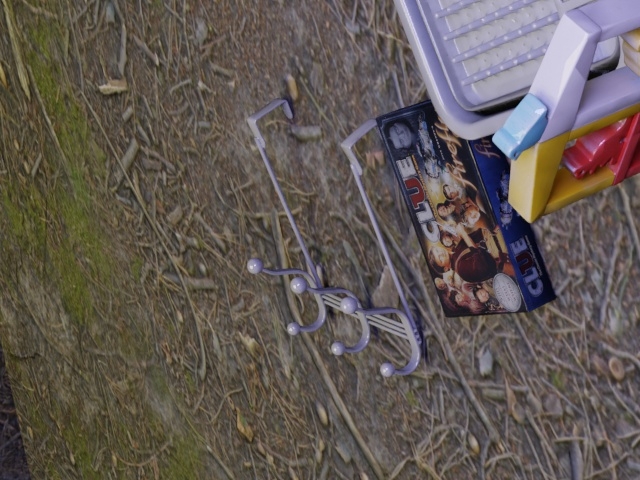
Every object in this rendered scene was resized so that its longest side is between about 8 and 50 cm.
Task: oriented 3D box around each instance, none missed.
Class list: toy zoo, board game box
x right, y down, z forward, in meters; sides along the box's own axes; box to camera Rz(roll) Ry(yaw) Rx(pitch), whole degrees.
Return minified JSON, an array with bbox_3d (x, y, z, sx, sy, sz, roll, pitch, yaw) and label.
[{"bbox_3d":[0.247,-0.120,1.190,0.030,0.293,0.192,49,148,31],"label":"toy zoo"},{"bbox_3d":[0.155,-0.038,1.689,0.165,0.042,0.243,-11,100,62],"label":"board game box"}]

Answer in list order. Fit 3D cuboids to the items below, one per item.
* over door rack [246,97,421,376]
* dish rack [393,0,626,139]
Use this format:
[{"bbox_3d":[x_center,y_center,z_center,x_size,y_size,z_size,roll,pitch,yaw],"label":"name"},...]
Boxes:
[{"bbox_3d":[0.000,0.000,1.925,0.239,0.108,0.324,20,127,54],"label":"over door rack"},{"bbox_3d":[0.179,-0.256,1.451,0.333,0.072,0.286,-15,98,62],"label":"dish rack"}]
